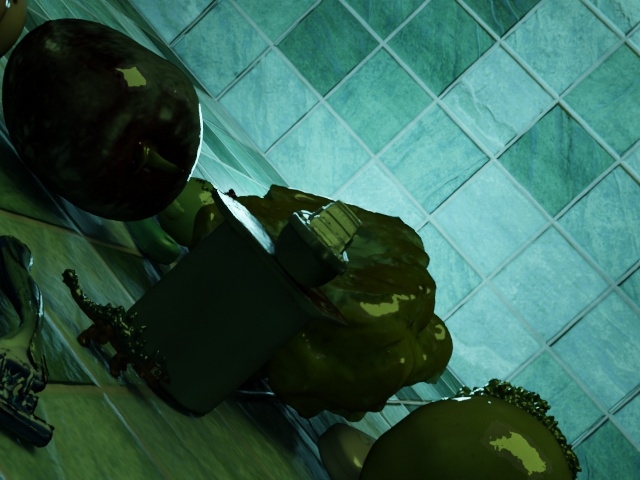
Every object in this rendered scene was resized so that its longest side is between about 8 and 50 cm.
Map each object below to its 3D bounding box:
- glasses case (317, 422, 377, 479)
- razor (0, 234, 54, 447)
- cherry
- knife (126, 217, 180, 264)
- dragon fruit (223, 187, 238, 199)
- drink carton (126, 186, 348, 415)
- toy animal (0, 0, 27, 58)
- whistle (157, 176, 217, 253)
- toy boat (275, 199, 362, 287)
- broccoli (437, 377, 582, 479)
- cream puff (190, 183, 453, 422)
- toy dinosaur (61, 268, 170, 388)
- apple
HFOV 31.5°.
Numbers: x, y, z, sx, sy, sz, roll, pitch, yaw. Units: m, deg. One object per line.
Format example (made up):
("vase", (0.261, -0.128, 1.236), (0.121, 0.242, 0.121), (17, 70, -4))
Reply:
("glasses case", (0.099, 0.333, 1.493), (0.297, 0.075, 0.113), (40, 12, -40))
("razor", (-0.261, 0.055, 0.978), (0.093, 0.056, 0.324), (42, 8, -25))
("cherry", (-0.268, -0.150, 1.409), (0.296, 0.218, 0.255), (46, 10, 34))
("knife", (-0.281, -0.053, 1.596), (0.260, 0.034, 0.063), (44, 11, 33))
("dragon fruit", (-0.198, -0.033, 1.901), (0.092, 0.122, 0.192), (5, -14, 31))
("drink carton", (-0.105, 0.075, 1.239), (0.191, 0.189, 0.185), (48, 8, 13))
("toy animal", (-0.445, -0.324, 1.325), (0.256, 0.213, 0.195), (39, 25, -37))
("whistle", (-0.147, 0.003, 1.742), (0.288, 0.106, 0.131), (45, 14, -14))
("toy boat", (0.000, 0.000, 1.145), (0.078, 0.085, 0.260), (47, 3, -1))
("broccoli", (0.264, 0.358, 1.722), (0.235, 0.260, 0.288), (63, 32, -67))
("cream puff", (-0.008, 0.107, 1.500), (0.378, 0.275, 0.378), (18, 24, -8))
("toy dinosaur", (-0.205, 0.089, 1.123), (0.154, 0.055, 0.049), (49, 10, -3))
("apple", (0.159, 0.304, 1.296), (0.262, 0.262, 0.262), (46, 7, -7))
